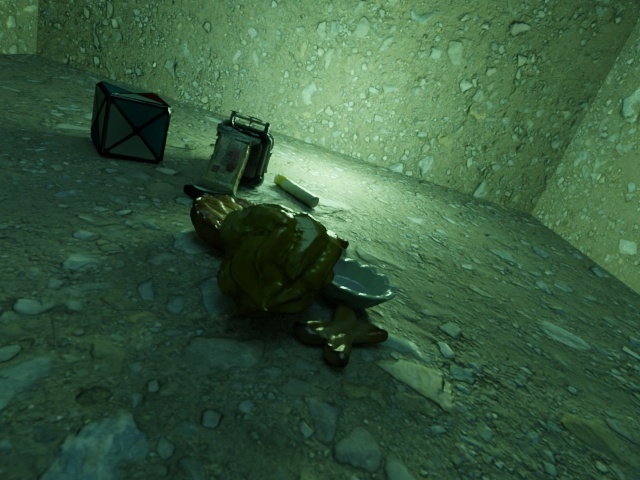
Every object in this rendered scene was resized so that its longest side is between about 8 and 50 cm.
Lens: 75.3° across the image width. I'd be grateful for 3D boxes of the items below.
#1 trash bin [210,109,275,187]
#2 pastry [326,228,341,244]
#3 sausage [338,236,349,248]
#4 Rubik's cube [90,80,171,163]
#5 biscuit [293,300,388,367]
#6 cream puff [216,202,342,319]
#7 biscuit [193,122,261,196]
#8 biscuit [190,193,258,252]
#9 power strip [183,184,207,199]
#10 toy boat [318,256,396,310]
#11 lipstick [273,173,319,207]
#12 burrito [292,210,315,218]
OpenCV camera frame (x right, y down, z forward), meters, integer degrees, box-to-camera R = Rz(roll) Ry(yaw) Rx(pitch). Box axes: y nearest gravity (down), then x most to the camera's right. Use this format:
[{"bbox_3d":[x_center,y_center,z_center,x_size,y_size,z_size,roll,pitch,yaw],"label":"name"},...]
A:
[{"bbox_3d":[-0.341,-0.436,1.929,0.255,0.296,0.368,15,17,-6],"label":"trash bin"},{"bbox_3d":[-0.002,0.004,1.435,0.153,0.081,0.153,8,14,-2],"label":"pastry"},{"bbox_3d":[0.037,-0.013,1.565,0.157,0.042,0.036,27,68,22],"label":"sausage"},{"bbox_3d":[-0.786,-0.484,1.711,0.248,0.247,0.250,0,29,-38],"label":"Rubik's cube"},{"bbox_3d":[0.050,0.224,1.012,0.164,0.047,0.207,34,27,29],"label":"biscuit"},{"bbox_3d":[-0.116,0.074,1.004,0.324,0.257,0.291,-8,-35,42],"label":"cream puff"},{"bbox_3d":[-0.378,-0.316,1.678,0.186,0.309,0.079,19,-16,-5],"label":"biscuit"},{"bbox_3d":[-0.254,-0.043,1.311,0.325,0.107,0.326,19,24,-9],"label":"biscuit"},{"bbox_3d":[-0.465,-0.175,1.540,0.111,0.029,0.038,32,26,34],"label":"power strip"},{"bbox_3d":[0.070,0.122,1.195,0.290,0.100,0.199,28,23,18],"label":"toy boat"},{"bbox_3d":[-0.114,-0.231,1.915,0.264,0.059,0.059,35,27,34],"label":"lipstick"},{"bbox_3d":[-0.141,-0.085,1.494,0.275,0.059,0.082,14,13,38],"label":"burrito"}]
